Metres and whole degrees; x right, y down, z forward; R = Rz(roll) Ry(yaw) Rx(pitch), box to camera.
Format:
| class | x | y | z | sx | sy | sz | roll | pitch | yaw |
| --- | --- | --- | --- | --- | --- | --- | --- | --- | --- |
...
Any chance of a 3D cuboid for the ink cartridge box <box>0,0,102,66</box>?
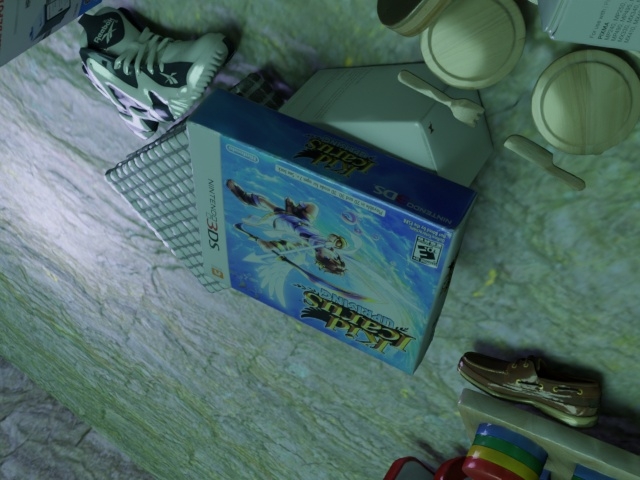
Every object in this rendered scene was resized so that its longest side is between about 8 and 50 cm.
| class | x | y | z | sx | sy | sz | roll | pitch | yaw |
| --- | --- | --- | --- | --- | --- | --- | --- | --- | --- |
| ink cartridge box | -0.317 | -0.282 | 0.806 | 0.082 | 0.191 | 0.139 | 41 | 146 | -3 |

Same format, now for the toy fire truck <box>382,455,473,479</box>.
| class | x | y | z | sx | sy | sz | roll | pitch | yaw |
| --- | --- | --- | --- | --- | --- | --- | --- | --- | --- |
| toy fire truck | 0.200 | 0.496 | 1.163 | 0.302 | 0.254 | 0.169 | 40 | 146 | -2 |

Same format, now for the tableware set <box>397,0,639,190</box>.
| class | x | y | z | sx | sy | sz | roll | pitch | yaw |
| --- | --- | --- | --- | --- | --- | --- | --- | --- | --- |
| tableware set | 0.174 | -0.145 | 0.628 | 0.194 | 0.039 | 0.128 | 31 | 118 | 1 |

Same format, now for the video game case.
| class | x | y | z | sx | sy | sz | roll | pitch | yaw |
| --- | --- | --- | --- | --- | --- | --- | --- | --- | --- |
| video game case | 0.000 | 0.000 | 0.758 | 0.269 | 0.061 | 0.244 | 24 | 145 | 15 |

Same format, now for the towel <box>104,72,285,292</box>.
| class | x | y | z | sx | sy | sz | roll | pitch | yaw |
| --- | --- | --- | --- | --- | --- | --- | --- | --- | --- |
| towel | -0.101 | -0.058 | 0.933 | 0.283 | 0.121 | 0.235 | -17 | 120 | 49 |

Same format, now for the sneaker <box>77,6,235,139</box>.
| class | x | y | z | sx | sy | sz | roll | pitch | yaw |
| --- | --- | --- | --- | --- | --- | --- | --- | --- | --- |
| sneaker | -0.207 | -0.214 | 0.866 | 0.153 | 0.094 | 0.235 | 42 | 157 | -20 |

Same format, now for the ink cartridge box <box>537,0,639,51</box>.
| class | x | y | z | sx | sy | sz | roll | pitch | yaw |
| --- | --- | --- | --- | --- | --- | --- | --- | --- | --- |
| ink cartridge box | 0.220 | -0.169 | 0.435 | 0.175 | 0.127 | 0.072 | 7 | 141 | -2 |

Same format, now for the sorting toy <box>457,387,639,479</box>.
| class | x | y | z | sx | sy | sz | roll | pitch | yaw |
| --- | --- | --- | --- | --- | --- | --- | --- | --- | --- |
| sorting toy | 0.297 | 0.316 | 0.956 | 0.255 | 0.089 | 0.257 | 18 | 157 | 27 |

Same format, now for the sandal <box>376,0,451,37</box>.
| class | x | y | z | sx | sy | sz | roll | pitch | yaw |
| --- | --- | --- | --- | --- | --- | --- | --- | --- | --- |
| sandal | 0.145 | -0.235 | 0.544 | 0.079 | 0.088 | 0.240 | 14 | 138 | -35 |

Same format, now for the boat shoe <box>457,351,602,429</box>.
| class | x | y | z | sx | sy | sz | roll | pitch | yaw |
| --- | --- | --- | --- | --- | --- | --- | --- | --- | --- |
| boat shoe | 0.254 | 0.167 | 0.917 | 0.178 | 0.064 | 0.060 | 18 | 108 | 30 |

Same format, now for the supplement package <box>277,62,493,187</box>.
| class | x | y | z | sx | sy | sz | roll | pitch | yaw |
| --- | --- | --- | --- | --- | --- | --- | --- | --- | --- |
| supplement package | 0.059 | -0.102 | 0.740 | 0.179 | 0.105 | 0.105 | 7 | 135 | 39 |
